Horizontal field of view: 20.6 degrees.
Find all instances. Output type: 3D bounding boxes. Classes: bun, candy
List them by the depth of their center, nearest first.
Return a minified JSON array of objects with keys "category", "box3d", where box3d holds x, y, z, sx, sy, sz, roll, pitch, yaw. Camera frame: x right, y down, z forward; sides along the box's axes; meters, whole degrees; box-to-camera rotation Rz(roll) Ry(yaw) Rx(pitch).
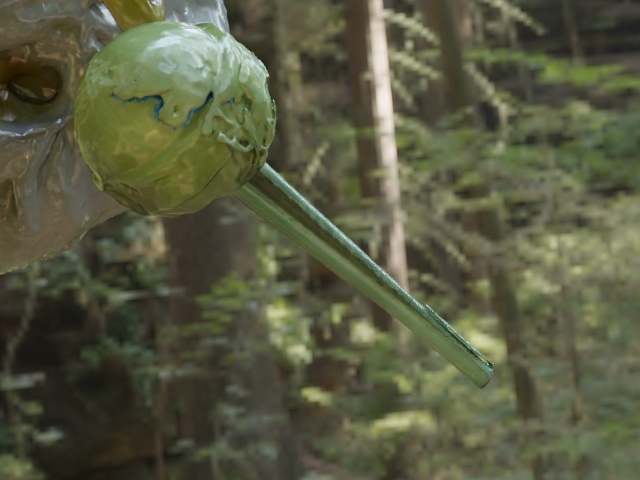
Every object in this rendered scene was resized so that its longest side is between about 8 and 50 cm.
[{"category":"candy","box3d":[0.000,0.000,0.922,0.092,0.093,0.335,-12,-38,36]},{"category":"bun","box3d":[-0.228,-0.145,1.241,0.354,0.354,0.194,-6,16,-21]}]

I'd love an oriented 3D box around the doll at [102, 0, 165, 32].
[{"category":"doll","box3d":[-0.226,-0.309,0.845,0.161,0.348,0.423,-32,-35,13]}]
